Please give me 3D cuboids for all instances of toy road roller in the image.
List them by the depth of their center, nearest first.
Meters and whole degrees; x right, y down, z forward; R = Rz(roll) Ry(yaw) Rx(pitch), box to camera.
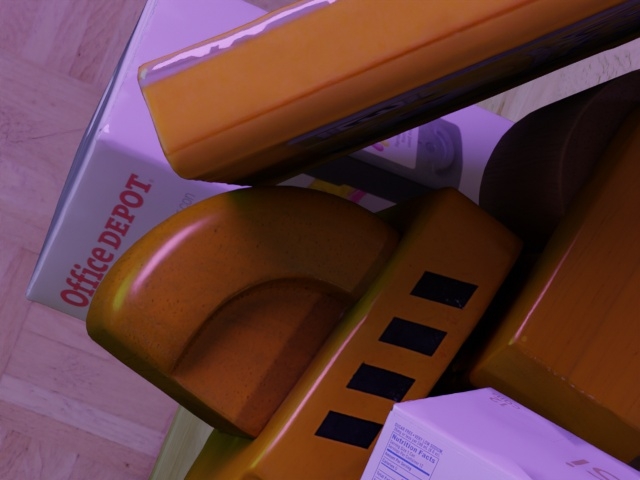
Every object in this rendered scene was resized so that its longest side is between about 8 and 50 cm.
[{"bbox_3d":[0.039,0.028,0.829,0.329,0.241,0.202,-55,8,-10],"label":"toy road roller"}]

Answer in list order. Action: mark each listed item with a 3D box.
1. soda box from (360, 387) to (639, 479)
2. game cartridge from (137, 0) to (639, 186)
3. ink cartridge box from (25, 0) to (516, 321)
[{"bbox_3d":[0.109,0.122,0.488,0.074,0.216,0.069,0,-63,-61],"label":"soda box"},{"bbox_3d":[0.099,-0.102,0.772,0.285,0.324,0.052,-11,-98,-84],"label":"game cartridge"},{"bbox_3d":[0.000,0.000,1.055,0.226,0.306,0.131,126,163,-57],"label":"ink cartridge box"}]
